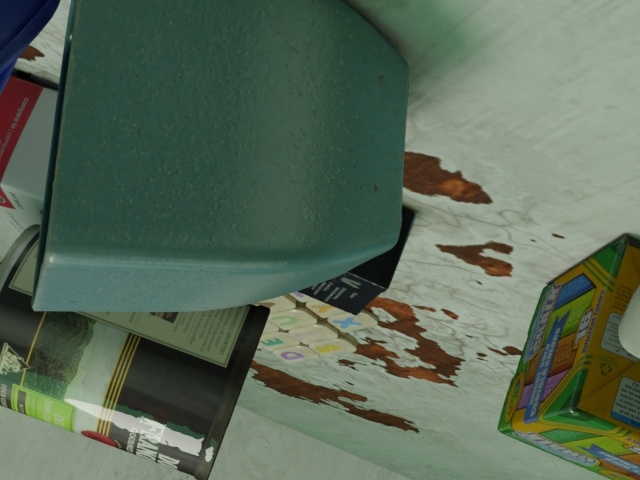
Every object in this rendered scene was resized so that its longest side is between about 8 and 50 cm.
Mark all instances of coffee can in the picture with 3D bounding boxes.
[{"bbox_3d":[-0.217,0.122,1.162,0.275,0.201,0.201,20,163,-1],"label":"coffee can"}]

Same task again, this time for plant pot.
[{"bbox_3d":[-0.074,-0.070,0.808,0.252,0.247,0.248,7,167,-16],"label":"plant pot"}]

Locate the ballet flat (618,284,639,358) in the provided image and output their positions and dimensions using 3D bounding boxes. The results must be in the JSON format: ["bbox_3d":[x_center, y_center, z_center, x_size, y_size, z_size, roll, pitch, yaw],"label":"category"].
[{"bbox_3d":[0.357,0.005,0.727,0.139,0.139,0.400,31,156,-29],"label":"ballet flat"}]

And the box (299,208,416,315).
[{"bbox_3d":[0.000,0.000,1.155,0.158,0.093,0.156,24,163,-4],"label":"box"}]

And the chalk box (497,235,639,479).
[{"bbox_3d":[0.304,0.140,1.074,0.180,0.179,0.289,22,163,-1],"label":"chalk box"}]

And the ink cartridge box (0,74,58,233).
[{"bbox_3d":[-0.239,-0.054,1.218,0.306,0.131,0.226,21,163,5],"label":"ink cartridge box"}]

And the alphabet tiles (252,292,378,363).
[{"bbox_3d":[-0.070,0.117,1.580,0.278,0.021,0.284,-13,147,31],"label":"alphabet tiles"}]

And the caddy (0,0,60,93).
[{"bbox_3d":[-0.355,-0.120,0.839,0.241,0.341,0.179,1,137,51],"label":"caddy"}]
